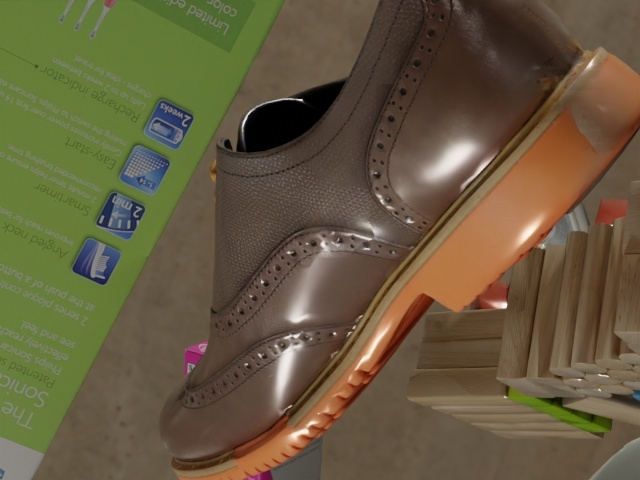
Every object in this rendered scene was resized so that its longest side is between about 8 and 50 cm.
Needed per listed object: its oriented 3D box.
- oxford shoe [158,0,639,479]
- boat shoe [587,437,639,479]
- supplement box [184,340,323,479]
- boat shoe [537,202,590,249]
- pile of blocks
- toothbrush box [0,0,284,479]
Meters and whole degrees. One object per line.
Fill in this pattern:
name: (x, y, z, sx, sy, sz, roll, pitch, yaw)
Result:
oxford shoe: (0.000, 0.000, 0.691, 0.364, 0.132, 0.130, -47, 1, 41)
boat shoe: (0.264, 0.250, 1.310, 0.219, 0.078, 0.070, -28, -19, -18)
supplement box: (-0.070, 0.214, 1.479, 0.111, 0.114, 0.220, -16, -64, -52)
boat shoe: (0.187, -0.063, 1.460, 0.103, 0.320, 0.118, -26, 3, -8)
pile of blocks: (0.182, 0.040, 0.839, 0.362, 0.149, 0.113, 146, 138, -66)
toothbrush box: (-0.174, -0.039, 0.599, 0.283, 0.206, 0.122, -62, 19, 5)
